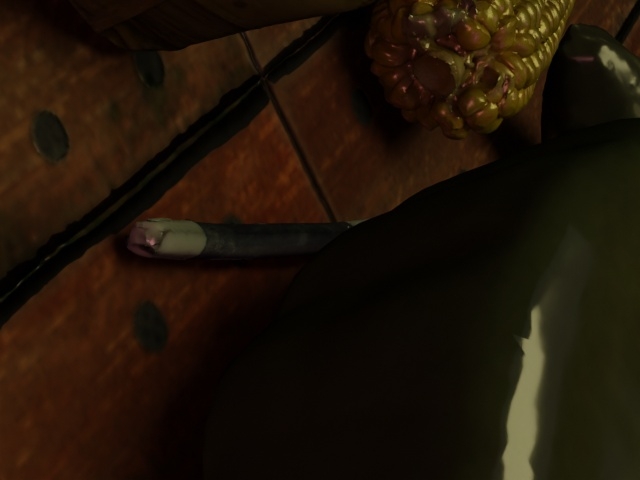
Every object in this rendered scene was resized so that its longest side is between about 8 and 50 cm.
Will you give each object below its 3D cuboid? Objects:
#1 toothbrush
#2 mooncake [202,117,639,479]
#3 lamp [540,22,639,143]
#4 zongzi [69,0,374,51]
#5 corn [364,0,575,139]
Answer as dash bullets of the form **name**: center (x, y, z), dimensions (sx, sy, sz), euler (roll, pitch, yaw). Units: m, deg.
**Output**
- **toothbrush**: center (0.000, 0.000, 0.704), dimensions (0.288, 0.024, 0.026), euler (-1, 90, -61)
- **mooncake**: center (0.108, 0.125, 0.606), dimensions (0.351, 0.187, 0.351), euler (13, 70, -38)
- **lamp**: center (0.194, -0.041, 0.973), dimensions (0.250, 0.101, 0.101), euler (64, 26, -45)
- **zongzi**: center (-0.090, -0.236, 0.530), dimensions (0.300, 0.145, 0.274), euler (20, 67, -51)
- **corn**: center (0.099, -0.148, 0.892), dimensions (0.101, 0.101, 0.292), euler (62, 27, -19)
